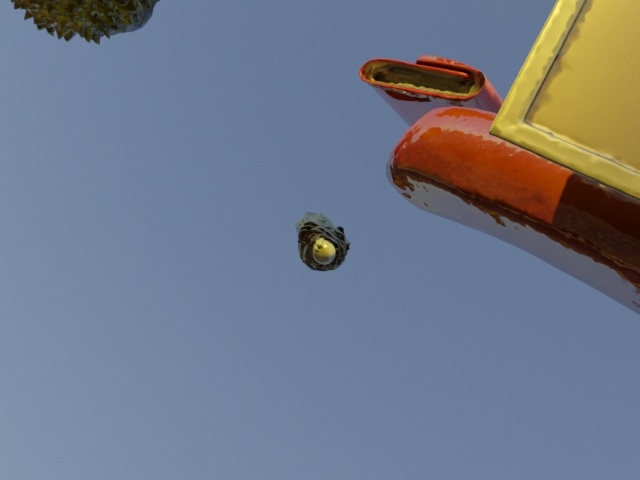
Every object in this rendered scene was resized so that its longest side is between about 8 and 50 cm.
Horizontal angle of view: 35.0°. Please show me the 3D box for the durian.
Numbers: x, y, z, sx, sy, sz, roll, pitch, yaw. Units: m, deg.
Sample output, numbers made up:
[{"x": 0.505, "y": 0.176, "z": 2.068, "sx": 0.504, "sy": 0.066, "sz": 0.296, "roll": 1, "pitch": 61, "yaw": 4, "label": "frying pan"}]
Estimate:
[{"x": -0.257, "y": -0.362, "z": 1.140, "sx": 0.225, "sy": 0.291, "sz": 0.291, "roll": 31, "pitch": -50, "yaw": -22, "label": "durian"}]

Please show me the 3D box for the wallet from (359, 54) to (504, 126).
[{"x": 0.144, "y": -0.122, "z": 1.040, "sx": 0.142, "sy": 0.204, "sz": 0.045, "roll": 17, "pitch": -101, "yaw": 37, "label": "wallet"}]

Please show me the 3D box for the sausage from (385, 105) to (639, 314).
[{"x": 0.166, "y": -0.028, "z": 0.701, "sx": 0.300, "sy": 0.083, "sz": 0.089, "roll": 29, "pitch": -101, "yaw": 37, "label": "sausage"}]

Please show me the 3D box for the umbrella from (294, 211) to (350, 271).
[{"x": 0.000, "y": 0.000, "z": 1.226, "sx": 0.062, "sy": 0.143, "sz": 0.067, "roll": -41, "pitch": -78, "yaw": 6, "label": "umbrella"}]

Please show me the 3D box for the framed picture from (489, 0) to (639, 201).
[{"x": 0.225, "y": -0.110, "z": 0.527, "sx": 0.197, "sy": 0.252, "sz": 0.014, "roll": 26, "pitch": -21, "yaw": 12, "label": "framed picture"}]
